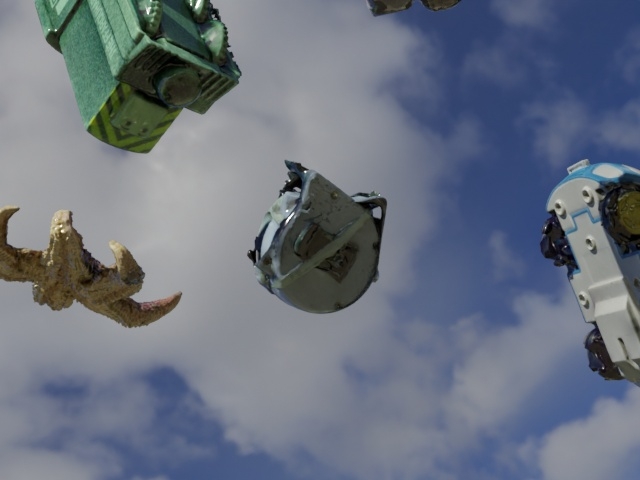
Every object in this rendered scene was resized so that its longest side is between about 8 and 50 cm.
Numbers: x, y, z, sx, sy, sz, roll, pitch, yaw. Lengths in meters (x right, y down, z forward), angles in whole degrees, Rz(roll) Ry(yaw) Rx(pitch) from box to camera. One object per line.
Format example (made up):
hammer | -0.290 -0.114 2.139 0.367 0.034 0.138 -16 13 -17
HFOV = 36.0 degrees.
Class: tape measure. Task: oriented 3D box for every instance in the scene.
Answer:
tape measure | 0.000 0.002 0.673 0.091 0.054 0.094 19 -89 -25

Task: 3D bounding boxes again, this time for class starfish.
starfish | -0.229 0.037 0.954 0.216 0.071 0.238 27 -18 -22

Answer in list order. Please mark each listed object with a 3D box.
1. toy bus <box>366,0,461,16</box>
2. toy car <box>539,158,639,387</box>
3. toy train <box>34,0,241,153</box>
toy bus | 0.181 -0.321 0.979 0.317 0.112 0.138 -12 -25 15
toy car | 0.407 0.039 1.242 0.166 0.314 0.198 -19 -7 -20
toy train | -0.211 -0.234 1.102 0.139 0.330 0.178 20 -57 -40
